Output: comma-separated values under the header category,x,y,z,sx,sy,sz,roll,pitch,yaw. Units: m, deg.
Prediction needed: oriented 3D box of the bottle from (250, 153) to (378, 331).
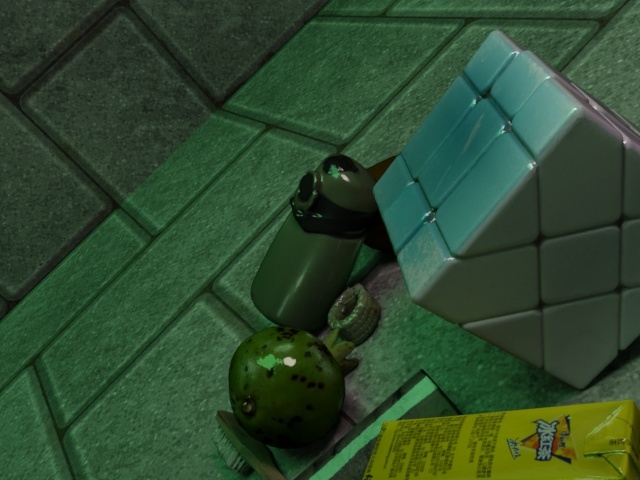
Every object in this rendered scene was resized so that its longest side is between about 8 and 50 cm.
category,x,y,z,sx,sy,sz,roll,pitch,yaw
bottle,-0.001,-0.001,1.558,0.168,0.169,0.346,-96,28,-57

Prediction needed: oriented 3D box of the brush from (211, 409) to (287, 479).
category,x,y,z,sx,sy,sz,roll,pitch,yaw
brush,-0.114,0.389,1.417,0.065,0.070,0.327,-62,31,1

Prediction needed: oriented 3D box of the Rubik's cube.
category,x,y,z,sx,sy,sz,roll,pitch,yaw
Rubik's cube,0.304,-0.046,1.156,0.321,0.319,0.315,-52,24,23

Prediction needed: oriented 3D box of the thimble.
category,x,y,z,sx,sy,sz,roll,pitch,yaw
thimble,0.065,0.136,1.542,0.085,0.062,0.110,-5,46,47

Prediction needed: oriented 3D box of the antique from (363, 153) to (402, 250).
category,x,y,z,sx,sy,sz,roll,pitch,yaw
antique,0.158,-0.077,1.654,0.278,0.129,0.223,-5,45,48

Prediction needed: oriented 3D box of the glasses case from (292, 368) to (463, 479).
category,x,y,z,sx,sy,sz,roll,pitch,yaw
glasses case,0.075,0.329,1.231,0.299,0.060,0.114,-41,68,1

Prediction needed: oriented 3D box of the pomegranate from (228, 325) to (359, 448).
category,x,y,z,sx,sy,sz,roll,pitch,yaw
pomegranate,-0.041,0.240,1.414,0.211,0.210,0.263,-9,8,45

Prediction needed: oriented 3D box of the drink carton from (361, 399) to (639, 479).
category,x,y,z,sx,sy,sz,roll,pitch,yaw
drink carton,0.236,0.290,1.014,0.351,0.154,0.111,-15,38,40
